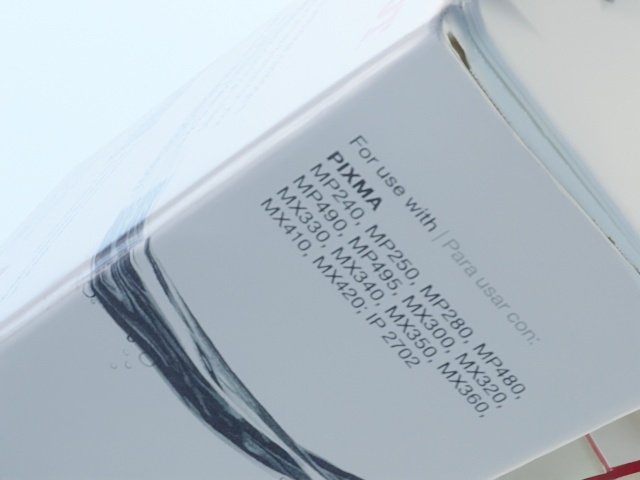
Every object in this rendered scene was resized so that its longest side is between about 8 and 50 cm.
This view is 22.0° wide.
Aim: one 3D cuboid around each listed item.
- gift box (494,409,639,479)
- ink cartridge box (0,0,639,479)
[{"bbox_3d":[0.140,0.230,0.997,0.258,0.255,0.276,-14,-144,-6],"label":"gift box"},{"bbox_3d":[0.000,0.000,0.447,0.100,0.237,0.172,48,-144,-13],"label":"ink cartridge box"}]
